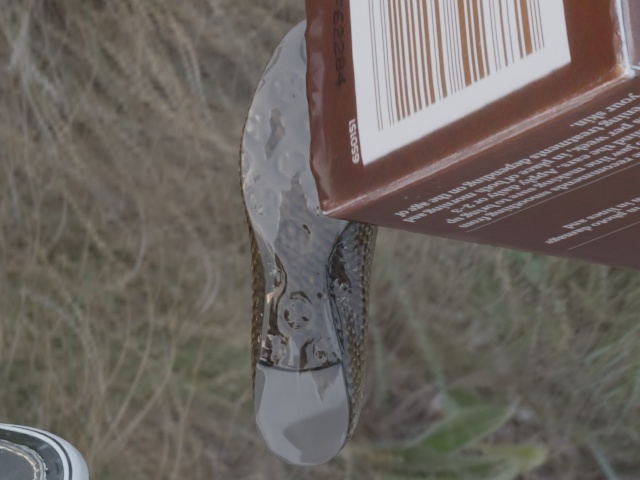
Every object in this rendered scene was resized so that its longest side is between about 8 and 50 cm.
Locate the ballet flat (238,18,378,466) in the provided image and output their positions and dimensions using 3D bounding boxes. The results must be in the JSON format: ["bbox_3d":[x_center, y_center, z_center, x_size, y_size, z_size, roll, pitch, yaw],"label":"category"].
[{"bbox_3d":[0.000,0.000,1.033,0.084,0.058,0.250,4,101,11],"label":"ballet flat"}]

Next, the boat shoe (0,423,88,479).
[{"bbox_3d":[-0.227,0.128,0.936,0.219,0.070,0.078,-8,66,5],"label":"boat shoe"}]

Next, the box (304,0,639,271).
[{"bbox_3d":[0.199,-0.072,0.879,0.381,0.191,0.143,12,67,-37],"label":"box"}]
